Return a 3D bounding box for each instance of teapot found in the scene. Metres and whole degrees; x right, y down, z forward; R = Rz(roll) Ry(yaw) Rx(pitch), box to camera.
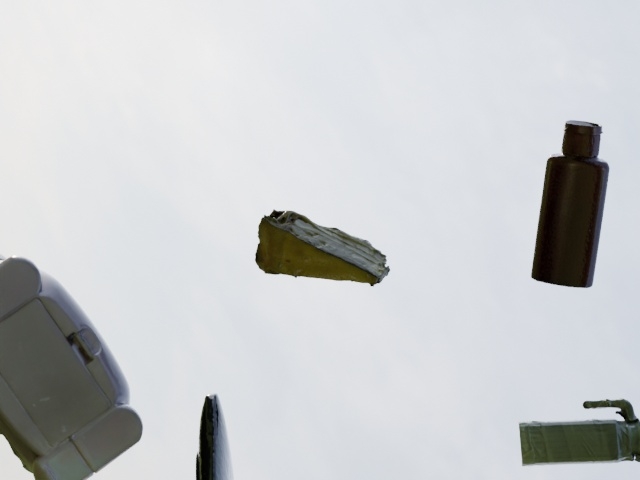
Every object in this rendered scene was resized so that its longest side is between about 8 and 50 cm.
[{"bbox_3d":[0.426,0.314,2.445,0.077,0.200,0.107,59,30,-75],"label":"teapot"}]

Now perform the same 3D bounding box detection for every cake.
[{"bbox_3d":[0.001,-0.003,2.033,0.184,0.080,0.116,5,-49,18],"label":"cake"}]

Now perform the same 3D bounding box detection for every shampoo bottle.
[{"bbox_3d":[0.401,-0.059,2.378,0.064,0.102,0.260,-47,143,-75],"label":"shampoo bottle"}]

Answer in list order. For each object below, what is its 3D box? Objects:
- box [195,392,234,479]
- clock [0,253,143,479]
[{"bbox_3d":[-0.127,0.318,1.842,0.201,0.042,0.213,-96,-179,-47],"label":"box"},{"bbox_3d":[-0.387,0.164,1.956,0.342,0.184,0.326,62,-18,-8],"label":"clock"}]
